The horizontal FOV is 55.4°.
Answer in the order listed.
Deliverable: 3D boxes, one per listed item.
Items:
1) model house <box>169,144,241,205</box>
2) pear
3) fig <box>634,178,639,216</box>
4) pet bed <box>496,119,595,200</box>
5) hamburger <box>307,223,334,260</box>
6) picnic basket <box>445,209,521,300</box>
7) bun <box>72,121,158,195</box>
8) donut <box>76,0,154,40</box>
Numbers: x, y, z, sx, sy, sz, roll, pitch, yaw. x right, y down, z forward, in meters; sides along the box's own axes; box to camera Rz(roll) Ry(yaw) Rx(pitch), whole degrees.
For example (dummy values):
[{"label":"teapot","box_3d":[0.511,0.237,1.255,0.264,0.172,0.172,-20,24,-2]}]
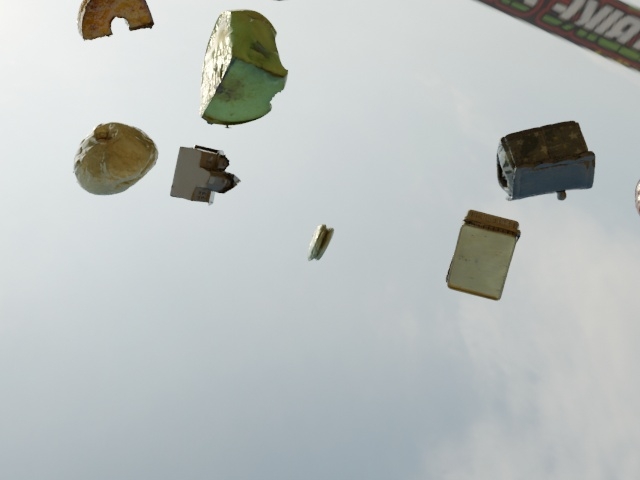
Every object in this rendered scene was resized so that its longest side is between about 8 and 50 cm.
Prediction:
[{"label":"model house","box_3d":[-0.328,-0.201,1.975,0.176,0.180,0.248,19,-169,33]},{"label":"pear","box_3d":[-0.211,-0.490,1.669,0.176,0.286,0.281,8,-123,-29]},{"label":"fig","box_3d":[0.559,-0.061,0.934,0.150,0.128,0.128,41,-138,-1]},{"label":"pet bed","box_3d":[0.556,-0.176,1.523,0.211,0.183,0.159,-11,-113,5]},{"label":"hamburger","box_3d":[0.003,0.002,1.751,0.054,0.084,0.121,29,-127,-6]},{"label":"picnic basket","box_3d":[0.324,0.029,1.215,0.115,0.164,0.079,17,-150,14]},{"label":"bun","box_3d":[-0.519,-0.213,1.515,0.220,0.134,0.220,-9,-134,10]},{"label":"donut","box_3d":[-0.658,-0.738,1.933,0.259,0.152,0.101,-25,-134,-34]}]
